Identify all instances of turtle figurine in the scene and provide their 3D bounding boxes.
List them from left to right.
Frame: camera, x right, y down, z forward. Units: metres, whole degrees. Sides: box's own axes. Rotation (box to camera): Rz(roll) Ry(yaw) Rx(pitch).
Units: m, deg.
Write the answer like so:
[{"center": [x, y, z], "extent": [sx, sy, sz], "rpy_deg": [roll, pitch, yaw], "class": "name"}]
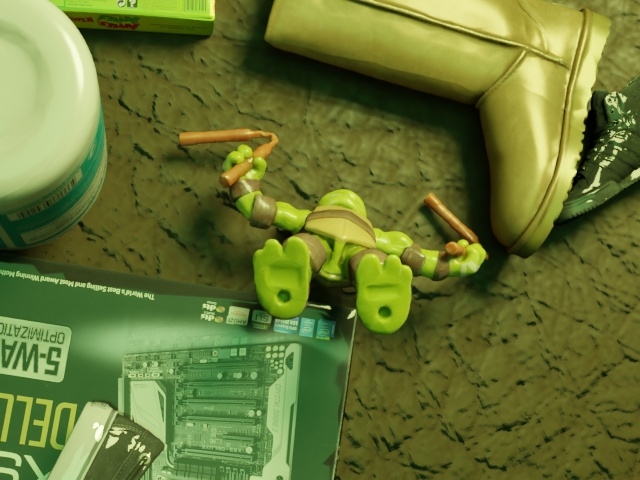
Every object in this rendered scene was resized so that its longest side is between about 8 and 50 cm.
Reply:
[{"center": [0.000, 0.000, 0.940], "extent": [0.269, 0.217, 0.087], "rpy_deg": [23, 107, -3], "class": "turtle figurine"}]

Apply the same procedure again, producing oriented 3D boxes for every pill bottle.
[{"center": [-0.225, -0.073, 0.870], "extent": [0.146, 0.264, 0.146], "rpy_deg": [1, 81, -8], "class": "pill bottle"}]

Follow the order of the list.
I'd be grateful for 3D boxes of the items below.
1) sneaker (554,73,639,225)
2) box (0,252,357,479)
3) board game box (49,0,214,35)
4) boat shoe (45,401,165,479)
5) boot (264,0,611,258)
[{"center": [0.245, -0.087, 1.047], "extent": [0.170, 0.051, 0.089], "rpy_deg": [-29, 86, -16], "class": "sneaker"}, {"center": [-0.141, 0.149, 0.943], "extent": [0.307, 0.076, 0.243], "rpy_deg": [10, 81, -6], "class": "box"}, {"center": [-0.176, -0.222, 1.012], "extent": [0.181, 0.043, 0.092], "rpy_deg": [2, 81, -8], "class": "board game box"}, {"center": [-0.175, 0.228, 0.854], "extent": [0.076, 0.080, 0.229], "rpy_deg": [24, 73, -3], "class": "boat shoe"}, {"center": [0.082, -0.131, 1.016], "extent": [0.269, 0.089, 0.236], "rpy_deg": [19, 69, -4], "class": "boot"}]
